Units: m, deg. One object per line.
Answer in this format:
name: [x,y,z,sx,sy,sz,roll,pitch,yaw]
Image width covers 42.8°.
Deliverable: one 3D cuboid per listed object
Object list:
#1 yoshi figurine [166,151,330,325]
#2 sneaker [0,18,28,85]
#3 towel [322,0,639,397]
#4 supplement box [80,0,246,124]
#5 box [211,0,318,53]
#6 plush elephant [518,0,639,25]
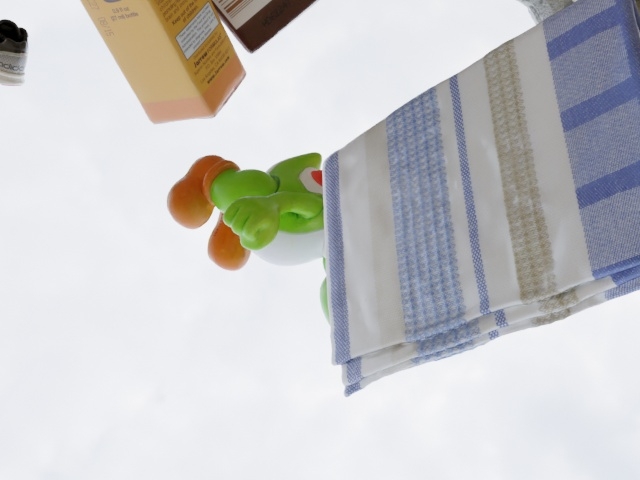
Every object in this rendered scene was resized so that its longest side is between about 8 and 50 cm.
yoshi figurine: [-0.015,0.019,0.952,0.362,0.202,0.204,12,-158,35]
sneaker: [-0.459,-0.291,1.180,0.063,0.074,0.170,5,-146,-40]
towel: [0.106,-0.025,0.562,0.034,0.285,0.209,19,-124,-39]
supplement box: [-0.151,-0.213,0.679,0.078,0.233,0.080,0,-135,32]
box: [-0.062,-0.312,0.840,0.168,0.167,0.203,49,-173,-16]
plush elephant: [0.261,-0.223,0.737,0.330,0.272,0.255,47,-112,-3]
